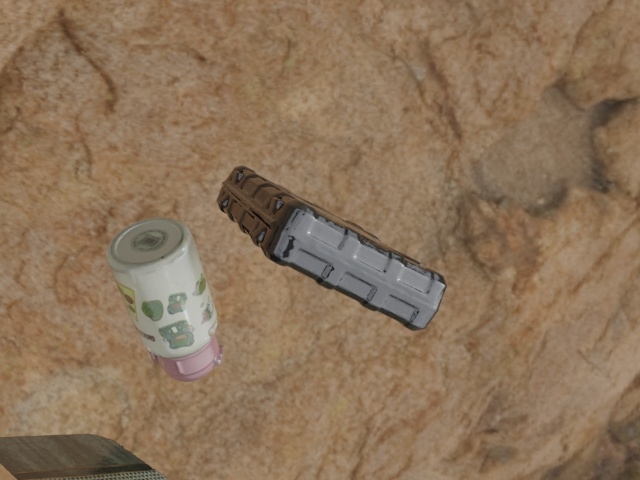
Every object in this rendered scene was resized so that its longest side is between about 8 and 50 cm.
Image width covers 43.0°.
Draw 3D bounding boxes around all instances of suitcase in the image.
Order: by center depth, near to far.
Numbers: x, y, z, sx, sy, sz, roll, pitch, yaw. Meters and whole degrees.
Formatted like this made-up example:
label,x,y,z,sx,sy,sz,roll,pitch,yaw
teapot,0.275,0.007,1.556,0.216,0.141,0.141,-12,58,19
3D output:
label,x,y,z,sx,sy,sz,roll,pitch,yaw
suitcase,0.000,-0.001,0.917,0.206,0.285,0.066,27,94,-22

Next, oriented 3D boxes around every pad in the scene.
label,x,y,z,sx,sy,sz,roll,pitch,yaw
pad,-0.274,0.214,0.786,0.323,0.250,0.055,39,74,-46

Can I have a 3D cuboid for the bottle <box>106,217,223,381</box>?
label,x,y,z,sx,sy,sz,roll,pitch,yaw
bottle,-0.211,0.097,1.151,0.120,0.120,0.253,-33,134,-27
